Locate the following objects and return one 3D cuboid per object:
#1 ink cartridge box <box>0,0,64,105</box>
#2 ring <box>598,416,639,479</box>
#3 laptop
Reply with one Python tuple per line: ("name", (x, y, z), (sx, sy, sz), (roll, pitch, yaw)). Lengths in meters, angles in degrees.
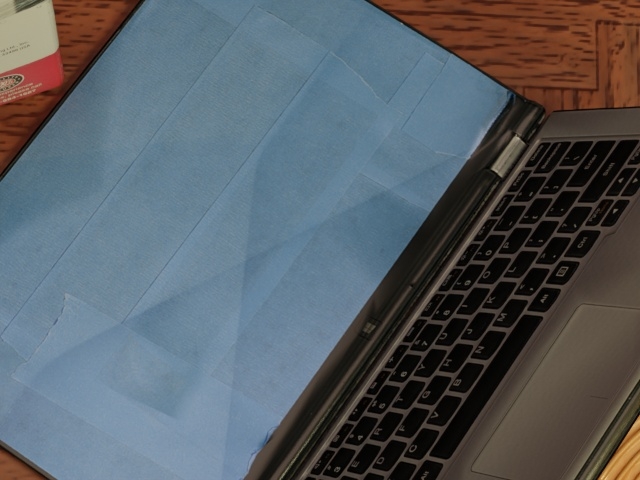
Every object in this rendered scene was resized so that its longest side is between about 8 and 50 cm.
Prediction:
("ink cartridge box", (-0.255, -0.155, 1.180), (0.172, 0.237, 0.100), (-19, 73, -9))
("ring", (0.283, 0.220, 1.182), (0.337, 0.032, 0.336), (1, 71, -1))
("laptop", (0.000, 0.000, 1.146), (0.236, 0.408, 0.382), (43, 71, -23))
